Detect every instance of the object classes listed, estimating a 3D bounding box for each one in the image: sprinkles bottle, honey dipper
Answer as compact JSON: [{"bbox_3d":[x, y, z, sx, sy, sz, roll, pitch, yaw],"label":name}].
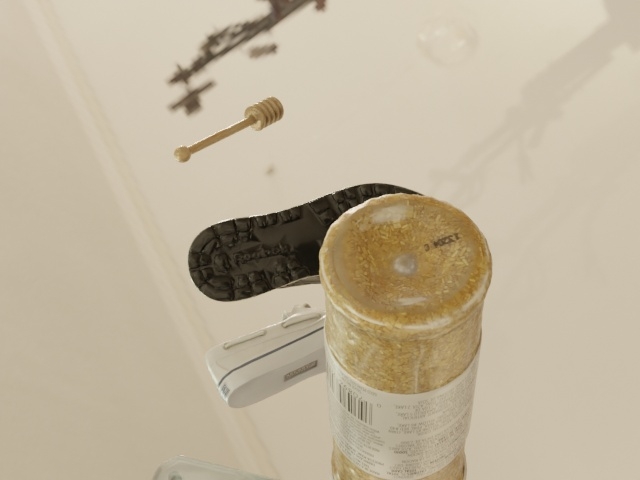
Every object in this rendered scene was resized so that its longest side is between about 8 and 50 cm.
[{"bbox_3d":[0.064,0.117,0.940,0.355,0.121,0.121,87,159,-53],"label":"sprinkles bottle"},{"bbox_3d":[-0.101,-0.117,1.292,0.160,0.030,0.030,-34,-93,-43],"label":"honey dipper"}]

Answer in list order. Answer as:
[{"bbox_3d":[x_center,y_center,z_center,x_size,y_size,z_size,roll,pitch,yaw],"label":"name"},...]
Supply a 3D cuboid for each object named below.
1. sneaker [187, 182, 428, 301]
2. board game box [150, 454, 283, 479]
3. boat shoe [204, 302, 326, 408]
[{"bbox_3d":[0.000,0.000,1.272,0.124,0.283,0.107,175,90,-86],"label":"sneaker"},{"bbox_3d":[-0.015,0.368,0.831,0.050,0.390,0.390,71,-144,-49],"label":"board game box"},{"bbox_3d":[-0.019,0.118,1.481,0.084,0.258,0.095,56,152,29],"label":"boat shoe"}]
